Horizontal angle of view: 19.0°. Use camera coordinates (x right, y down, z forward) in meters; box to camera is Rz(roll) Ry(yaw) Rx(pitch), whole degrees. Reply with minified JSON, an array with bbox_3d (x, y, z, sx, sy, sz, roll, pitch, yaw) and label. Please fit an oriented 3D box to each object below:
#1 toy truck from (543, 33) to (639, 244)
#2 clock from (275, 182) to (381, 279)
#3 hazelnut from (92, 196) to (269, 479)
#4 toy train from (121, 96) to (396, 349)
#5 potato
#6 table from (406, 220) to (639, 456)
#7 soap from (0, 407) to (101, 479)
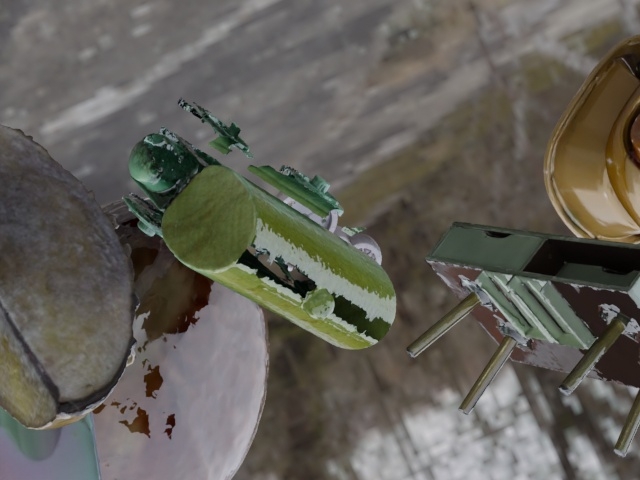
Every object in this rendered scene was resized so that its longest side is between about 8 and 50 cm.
[{"bbox_3d":[0.390,-0.105,1.953,0.288,0.204,0.211,-47,-152,-12],"label":"toy truck"},{"bbox_3d":[0.000,0.000,1.934,0.087,0.129,0.041,-48,-158,13],"label":"clock"},{"bbox_3d":[-0.232,0.141,2.198,0.421,0.352,0.421,-48,160,-24],"label":"hazelnut"},{"bbox_3d":[-0.041,-0.010,1.687,0.126,0.189,0.307,-57,144,0],"label":"toy train"},{"bbox_3d":[-0.210,0.030,1.383,0.120,0.261,0.100,-16,154,-35],"label":"potato"},{"bbox_3d":[0.166,0.073,1.367,0.111,0.121,0.240,-50,-154,-17],"label":"table"},{"bbox_3d":[-0.255,0.219,1.780,0.109,0.193,0.324,-8,-149,-7],"label":"soap"}]
